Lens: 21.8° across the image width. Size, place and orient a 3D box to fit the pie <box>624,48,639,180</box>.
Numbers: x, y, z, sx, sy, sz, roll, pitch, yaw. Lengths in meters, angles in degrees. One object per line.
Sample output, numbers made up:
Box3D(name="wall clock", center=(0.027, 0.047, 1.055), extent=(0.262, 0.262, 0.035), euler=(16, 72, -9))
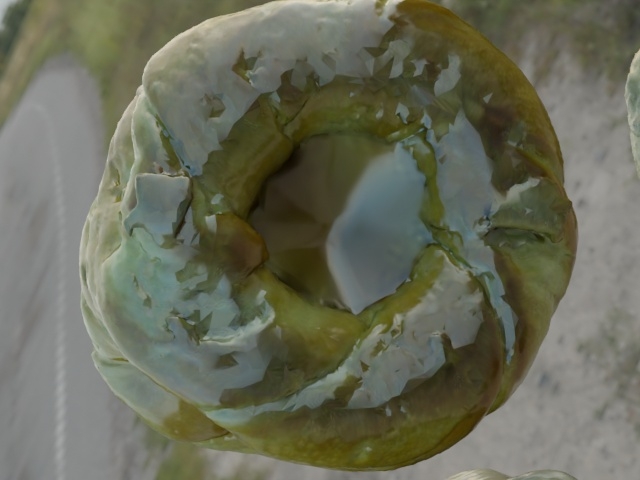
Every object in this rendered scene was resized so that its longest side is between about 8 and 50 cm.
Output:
Box3D(name="pie", center=(0.340, -0.104, 1.379), extent=(0.084, 0.205, 0.178), euler=(-160, 72, -65))

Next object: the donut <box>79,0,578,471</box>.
Box3D(name="donut", center=(0.000, 0.000, 1.176), extent=(0.170, 0.360, 0.360), euler=(151, 143, -79))

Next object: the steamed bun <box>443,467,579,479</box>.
Box3D(name="steamed bun", center=(0.101, 0.336, 1.167), extent=(0.342, 0.255, 0.368), euler=(-37, -1, -16))
